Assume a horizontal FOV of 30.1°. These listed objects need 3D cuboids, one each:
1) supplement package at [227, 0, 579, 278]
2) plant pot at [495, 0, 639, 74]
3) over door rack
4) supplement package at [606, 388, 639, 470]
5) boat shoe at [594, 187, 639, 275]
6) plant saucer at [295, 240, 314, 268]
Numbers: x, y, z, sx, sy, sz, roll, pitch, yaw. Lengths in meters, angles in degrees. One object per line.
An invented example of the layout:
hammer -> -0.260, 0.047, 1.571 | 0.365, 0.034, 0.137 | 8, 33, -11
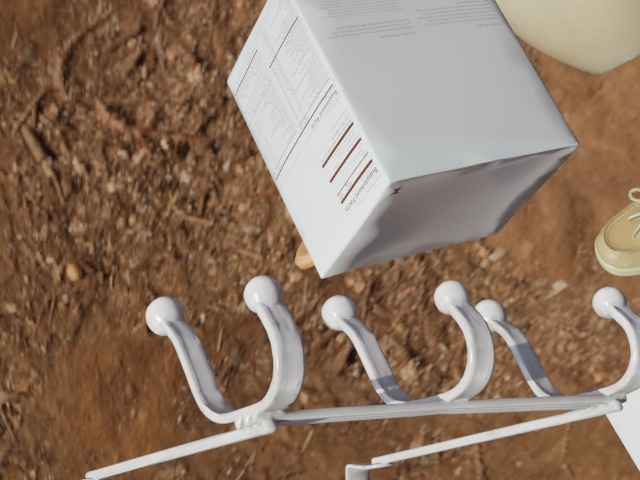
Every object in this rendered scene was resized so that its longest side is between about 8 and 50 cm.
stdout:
supplement package -> 0.063, -0.106, 0.992 | 0.194, 0.149, 0.203 | -12, 65, -30
plant pot -> 0.363, -0.328, 1.530 | 0.284, 0.284, 0.191 | -36, 97, -22
over door rack -> 0.000, 0.101, 0.708 | 0.239, 0.324, 0.108 | 3, 62, -29
supplement package -> 0.565, 0.283, 1.677 | 0.145, 0.204, 0.262 | 13, 38, -38
boat shoe -> 0.457, -0.057, 1.438 | 0.285, 0.089, 0.104 | -31, 52, 7
plant saucer -> 0.000, 0.000, 1.442 | 0.013, 0.083, 0.083 | 45, 65, -18
